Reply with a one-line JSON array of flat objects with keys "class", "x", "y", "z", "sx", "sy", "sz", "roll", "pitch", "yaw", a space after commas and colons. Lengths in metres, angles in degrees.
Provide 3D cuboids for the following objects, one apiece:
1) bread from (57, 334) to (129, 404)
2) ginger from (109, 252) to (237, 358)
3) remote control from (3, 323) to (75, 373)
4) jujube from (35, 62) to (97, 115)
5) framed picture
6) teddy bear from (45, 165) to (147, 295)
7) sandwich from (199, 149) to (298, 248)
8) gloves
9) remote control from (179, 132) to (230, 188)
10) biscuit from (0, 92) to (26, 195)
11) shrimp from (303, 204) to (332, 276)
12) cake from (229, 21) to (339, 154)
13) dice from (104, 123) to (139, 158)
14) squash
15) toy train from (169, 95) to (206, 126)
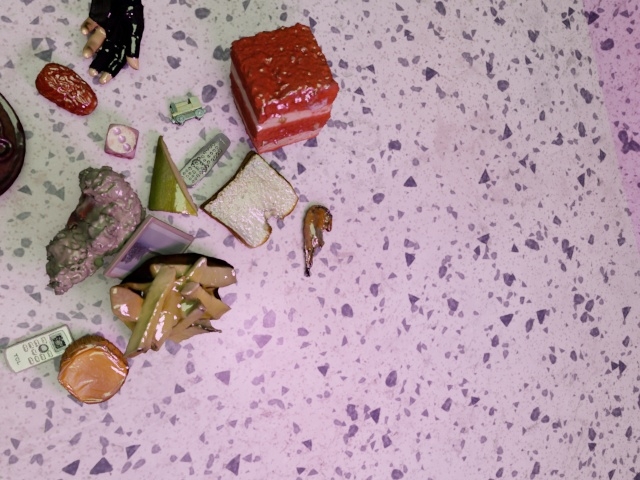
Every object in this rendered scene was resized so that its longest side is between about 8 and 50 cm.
[{"class": "bread", "x": -0.691, "y": 0.388, "z": 1.636, "sx": 0.199, "sy": 0.104, "sz": 0.199, "roll": -5, "pitch": 102, "yaw": -26}, {"class": "ginger", "x": -0.422, "y": 0.229, "z": 1.624, "sx": 0.414, "sy": 0.211, "sz": 0.358, "roll": -11, "pitch": 127, "yaw": -35}, {"class": "remote control", "x": -0.847, "y": 0.328, "z": 1.621, "sx": 0.190, "sy": 0.029, "sz": 0.087, "roll": -21, "pitch": 98, "yaw": -20}, {"class": "jujube", "x": -0.758, "y": -0.450, "z": 1.613, "sx": 0.176, "sy": 0.109, "sz": 0.112, "roll": 35, "pitch": 114, "yaw": -26}, {"class": "framed picture", "x": -0.506, "y": 0.042, "z": 1.619, "sx": 0.016, "sy": 0.289, "sz": 0.213, "roll": 37, "pitch": 87, "yaw": 16}, {"class": "teddy bear", "x": -0.668, "y": -0.025, "z": 1.523, "sx": 0.224, "sy": 0.357, "sz": 0.367, "roll": 44, "pitch": 76, "yaw": -27}, {"class": "sandwich", "x": -0.228, "y": -0.131, "z": 1.826, "sx": 0.249, "sy": 0.095, "sz": 0.273, "roll": 43, "pitch": 77, "yaw": -16}, {"class": "gloves", "x": -0.627, "y": -0.625, "z": 1.636, "sx": 0.197, "sy": 0.152, "sz": 0.300, "roll": 22, "pitch": 89, "yaw": 1}, {"class": "remote control", "x": -0.386, "y": -0.267, "z": 1.790, "sx": 0.072, "sy": 0.042, "sz": 0.222, "roll": 43, "pitch": 77, "yaw": -15}, {"class": "biscuit", "x": -0.996, "y": -0.284, "z": 1.430, "sx": 0.407, "sy": 0.091, "sz": 0.407, "roll": 14, "pitch": 72, "yaw": -47}, {"class": "shrimp", "x": -0.004, "y": 0.002, "z": 1.931, "sx": 0.117, "sy": 0.066, "sz": 0.261, "roll": 1, "pitch": 92, "yaw": -21}, {"class": "cake", "x": -0.125, "y": -0.468, "z": 1.716, "sx": 0.270, "sy": 0.319, "sz": 0.270, "roll": -19, "pitch": 73, "yaw": -15}, {"class": "dice", "x": -0.618, "y": -0.307, "z": 1.670, "sx": 0.091, "sy": 0.094, "sz": 0.093, "roll": 12, "pitch": 87, "yaw": -22}, {"class": "squash", "x": -0.461, "y": -0.212, "z": 1.705, "sx": 0.170, "sy": 0.093, "sz": 0.252, "roll": 8, "pitch": 88, "yaw": 4}, {"class": "toy train", "x": -0.439, "y": -0.425, "z": 1.765, "sx": 0.122, "sy": 0.050, "sz": 0.081, "roll": -23, "pitch": 94, "yaw": -19}]
